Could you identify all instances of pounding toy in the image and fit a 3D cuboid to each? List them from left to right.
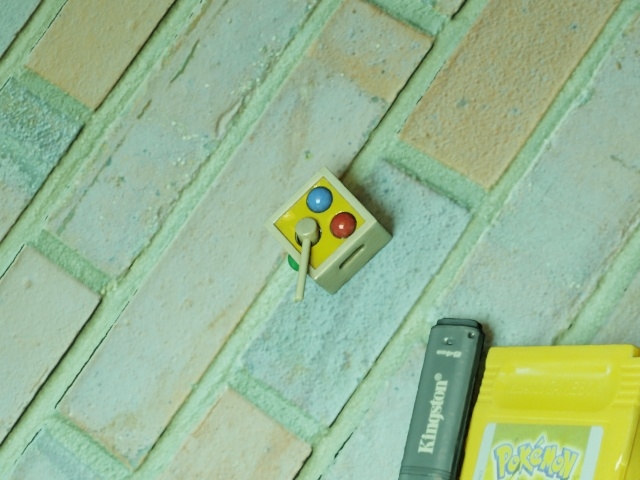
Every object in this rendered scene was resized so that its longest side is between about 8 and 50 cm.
[{"bbox_3d":[0.000,0.000,2.014,0.141,0.100,0.130,-44,63,2],"label":"pounding toy"}]

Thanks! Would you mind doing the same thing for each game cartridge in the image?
[{"bbox_3d":[0.248,0.274,1.772,0.285,0.053,0.323,-9,65,58],"label":"game cartridge"}]

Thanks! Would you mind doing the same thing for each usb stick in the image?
[{"bbox_3d":[0.139,0.226,1.899,0.077,0.045,0.278,-2,64,38],"label":"usb stick"}]
